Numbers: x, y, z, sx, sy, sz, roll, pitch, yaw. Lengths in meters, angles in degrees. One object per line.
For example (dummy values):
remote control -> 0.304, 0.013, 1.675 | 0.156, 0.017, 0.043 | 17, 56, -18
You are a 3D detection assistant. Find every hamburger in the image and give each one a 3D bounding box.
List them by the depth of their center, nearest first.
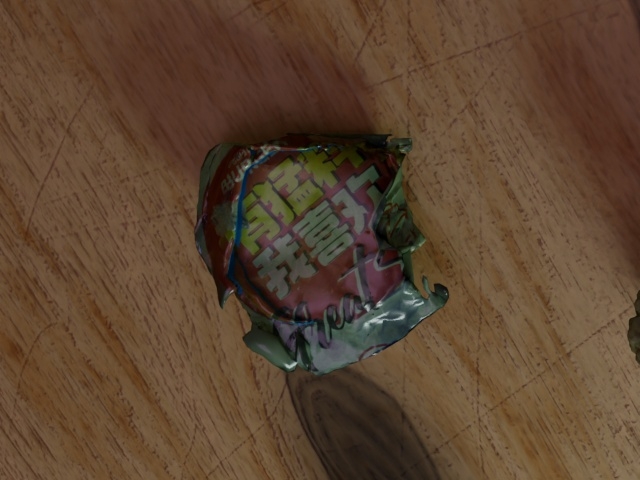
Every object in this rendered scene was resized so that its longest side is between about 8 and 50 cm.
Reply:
hamburger -> -0.003, 0.005, 1.330 | 0.261, 0.150, 0.275 | -14, 95, 5

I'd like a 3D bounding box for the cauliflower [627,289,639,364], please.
cauliflower -> 0.446, 0.143, 1.158 | 0.327, 0.281, 0.260 | 23, 124, -8
